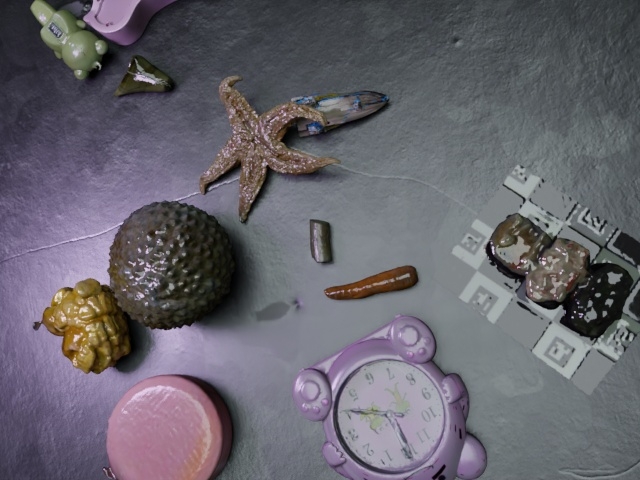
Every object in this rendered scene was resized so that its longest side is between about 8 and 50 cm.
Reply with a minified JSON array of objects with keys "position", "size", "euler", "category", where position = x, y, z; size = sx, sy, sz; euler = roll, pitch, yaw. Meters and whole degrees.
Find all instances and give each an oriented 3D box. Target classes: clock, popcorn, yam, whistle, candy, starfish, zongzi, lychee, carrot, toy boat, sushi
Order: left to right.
[{"position":[-0.568,-0.457,1.528],"size":[0.227,0.085,0.105],"euler":[44,103,10],"category":"whistle"},{"position":[-0.467,0.165,1.396],"size":[0.194,0.140,0.163],"euler":[40,98,23],"category":"popcorn"},{"position":[-0.392,-0.335,1.503],"size":[0.104,0.052,0.113],"euler":[37,103,7],"category":"zongzi"},{"position":[-0.372,-0.571,1.516],"size":[0.290,0.080,0.275],"euler":[9,84,12],"category":"clock"},{"position":[-0.305,0.391,1.349],"size":[0.255,0.094,0.255],"euler":[-2,81,10],"category":"candy"},{"position":[-0.296,0.051,1.326],"size":[0.255,0.274,0.255],"euler":[1,113,3],"category":"lychee"},{"position":[-0.125,-0.180,1.412],"size":[0.299,0.060,0.302],"euler":[40,109,7],"category":"starfish"},{"position":[0.000,0.000,1.381],"size":[0.043,0.043,0.094],"euler":[-4,82,10],"category":"yam"},{"position":[0.040,-0.270,1.406],"size":[0.210,0.066,0.084],"euler":[-11,106,4],"category":"toy boat"},{"position":[0.100,0.089,1.352],"size":[0.191,0.047,0.047],"euler":[-15,79,12],"category":"carrot"},{"position":[0.135,0.331,1.272],"size":[0.295,0.113,0.322],"euler":[-30,79,4],"category":"clock"},{"position":[0.441,0.059,1.263],"size":[0.373,0.100,0.296],"euler":[38,89,13],"category":"sushi"}]
